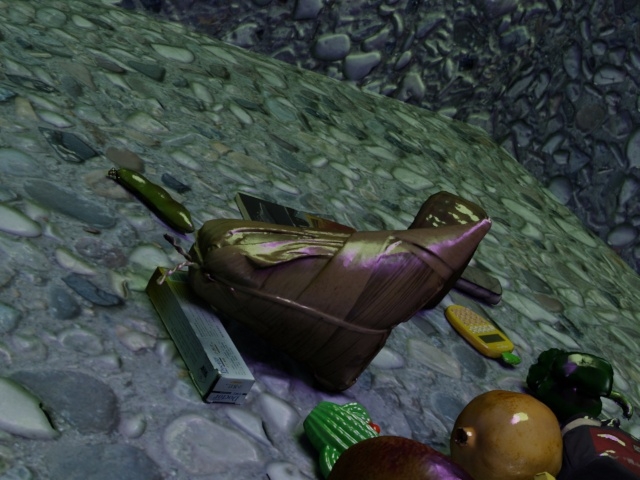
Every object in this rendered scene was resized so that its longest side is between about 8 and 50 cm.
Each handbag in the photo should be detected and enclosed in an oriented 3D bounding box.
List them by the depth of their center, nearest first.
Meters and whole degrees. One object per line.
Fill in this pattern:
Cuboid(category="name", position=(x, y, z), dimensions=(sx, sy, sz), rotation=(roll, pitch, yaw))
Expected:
Cuboid(category="handbag", position=(0.614, 0.481, 2.081), dimensions=(0.254, 0.181, 0.181), rotation=(29, 25, -12))

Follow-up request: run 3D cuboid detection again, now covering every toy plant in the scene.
Cuboid(category="toy plant", position=(0.065, 0.383, 1.729), dimensions=(0.155, 0.088, 0.240), rotation=(-6, 52, -37))

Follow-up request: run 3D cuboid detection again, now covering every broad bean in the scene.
Cuboid(category="broad bean", position=(-0.367, -0.093, 2.213), dimensions=(0.254, 0.046, 0.065), rotation=(37, 30, 16))

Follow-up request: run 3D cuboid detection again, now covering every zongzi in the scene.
Cuboid(category="zongzi", position=(-0.002, -0.010, 1.858), dimensions=(0.500, 0.467, 0.218), rotation=(36, 15, -22))

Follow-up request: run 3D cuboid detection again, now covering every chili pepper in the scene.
Cuboid(category="chili pepper", position=(0.634, 0.359, 2.382), dimensions=(0.261, 0.173, 0.165), rotation=(21, 0, -21))

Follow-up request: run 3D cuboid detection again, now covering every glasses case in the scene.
Cuboid(category="glasses case", position=(0.361, 0.084, 2.728), dimensions=(0.299, 0.060, 0.114), rotation=(24, 24, -16))

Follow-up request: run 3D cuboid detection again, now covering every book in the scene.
Cuboid(category="book", position=(-0.021, 0.000, 2.476), dimensions=(0.374, 0.028, 0.262), rotation=(16, 25, -31))

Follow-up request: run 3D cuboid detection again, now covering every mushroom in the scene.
Cuboid(category="mushroom", position=(0.158, 0.432, 1.487), dimensions=(0.345, 0.345, 0.260), rotation=(40, 49, 20))

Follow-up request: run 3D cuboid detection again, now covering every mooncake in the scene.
Cuboid(category="mooncake", position=(0.295, 0.018, 2.496), dimensions=(0.161, 0.290, 0.290), rotation=(31, 22, 13))

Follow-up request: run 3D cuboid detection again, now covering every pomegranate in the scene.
Cuboid(category="pomegranate", position=(0.359, 0.393, 1.896), dimensions=(0.233, 0.233, 0.233), rotation=(26, 23, -12))

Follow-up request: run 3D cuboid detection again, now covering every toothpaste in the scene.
Cuboid(category="toothpaste", position=(-0.226, 0.169, 1.822), dimensions=(0.089, 0.071, 0.313), rotation=(13, 29, -41))

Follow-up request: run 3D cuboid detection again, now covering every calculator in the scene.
Cuboid(category="calculator", position=(0.413, 0.241, 2.509), dimensions=(0.146, 0.032, 0.235), rotation=(1, 36, -50))

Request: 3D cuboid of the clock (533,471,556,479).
Cuboid(category="clock", position=(0.459, 0.559, 1.690), dimensions=(0.277, 0.071, 0.293), rotation=(32, 45, -44))
